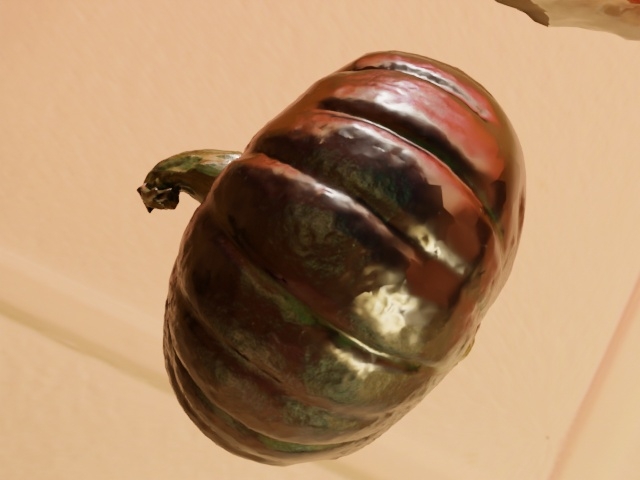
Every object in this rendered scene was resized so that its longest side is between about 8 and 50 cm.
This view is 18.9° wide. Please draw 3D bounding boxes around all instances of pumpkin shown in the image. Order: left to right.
[{"bbox_3d":[0.011,0.007,0.824,0.194,0.194,0.150,-34,-76,2],"label":"pumpkin"}]

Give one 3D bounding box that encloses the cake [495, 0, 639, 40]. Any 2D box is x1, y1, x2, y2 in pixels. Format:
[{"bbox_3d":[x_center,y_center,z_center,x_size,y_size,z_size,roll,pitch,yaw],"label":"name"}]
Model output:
[{"bbox_3d":[0.214,-0.165,0.492,0.308,0.237,0.230,4,-93,-4],"label":"cake"}]
